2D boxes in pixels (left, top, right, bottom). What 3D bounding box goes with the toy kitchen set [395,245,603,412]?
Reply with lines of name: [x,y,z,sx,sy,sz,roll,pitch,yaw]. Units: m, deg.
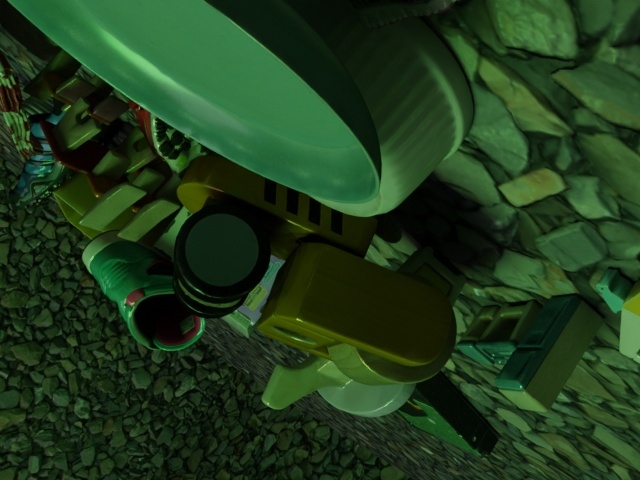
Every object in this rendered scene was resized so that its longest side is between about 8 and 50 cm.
toy kitchen set: [0.172,0.090,0.824,0.166,0.122,0.207,40,163,-7]

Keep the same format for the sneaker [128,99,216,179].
sneaker: [-0.211,-0.169,0.967,0.118,0.107,0.279,42,163,6]

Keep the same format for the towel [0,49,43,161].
towel: [-0.458,-0.267,1.000,0.237,0.037,0.329,66,161,5]

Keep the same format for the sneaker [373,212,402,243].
sneaker: [0.069,-0.025,0.905,0.083,0.032,0.037,38,177,17]

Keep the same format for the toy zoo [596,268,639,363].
toy zoo: [0.374,0.106,0.613,0.293,0.030,0.192,30,161,22]

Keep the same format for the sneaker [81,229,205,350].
sneaker: [-0.227,0.093,1.152,0.178,0.124,0.295,52,-165,29]

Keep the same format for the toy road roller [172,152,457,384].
toy road roller: [0.000,0.000,0.798,0.329,0.241,0.202,24,165,-6]

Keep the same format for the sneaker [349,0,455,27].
sneaker: [0.051,-0.186,0.456,0.074,0.063,0.170,38,169,-23]

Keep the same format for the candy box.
candy box: [-0.126,0.002,1.110,0.196,0.165,0.070,38,-172,-1]

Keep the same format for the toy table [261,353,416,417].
toy table: [0.020,0.182,1.225,0.160,0.252,0.274,28,161,-32]

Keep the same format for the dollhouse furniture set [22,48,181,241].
dollhouse furniture set: [-0.312,-0.112,1.088,0.262,0.135,0.259,59,-164,24]

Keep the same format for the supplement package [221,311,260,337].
supplement package: [-0.216,0.135,1.751,0.179,0.105,0.105,34,163,9]

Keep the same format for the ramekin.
ramekin: [0.017,-0.114,0.632,0.207,0.109,0.207,34,162,13]

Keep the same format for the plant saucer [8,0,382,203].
plant saucer: [-0.090,-0.126,0.481,0.317,0.044,0.317,31,171,5]

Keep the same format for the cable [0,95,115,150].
cable: [-0.533,-0.206,1.541,0.257,0.089,0.257,34,163,7]

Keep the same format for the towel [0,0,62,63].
towel: [-0.465,-0.393,0.984,0.332,0.053,0.317,47,161,-25]

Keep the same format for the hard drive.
hard drive: [0.177,0.290,1.431,0.339,0.064,0.237,48,161,-27]

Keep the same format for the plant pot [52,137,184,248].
plant pot: [-0.333,-0.065,1.330,0.212,0.187,0.212,38,163,-2]

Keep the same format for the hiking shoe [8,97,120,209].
hiking shoe: [-0.508,-0.177,1.374,0.304,0.113,0.132,-36,97,27]
